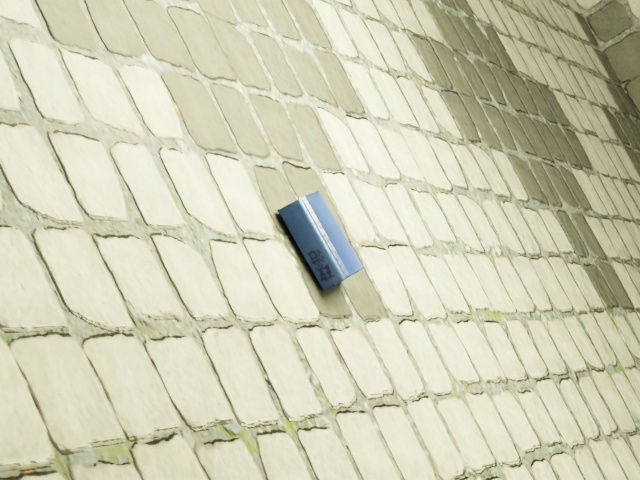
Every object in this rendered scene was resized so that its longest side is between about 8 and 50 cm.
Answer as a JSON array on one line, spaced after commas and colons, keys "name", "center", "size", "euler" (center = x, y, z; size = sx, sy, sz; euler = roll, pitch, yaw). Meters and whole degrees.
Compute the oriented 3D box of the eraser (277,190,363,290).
[{"name": "eraser", "center": [0.000, 0.000, 1.613], "size": [0.084, 0.027, 0.063], "euler": [60, 21, 2]}]
